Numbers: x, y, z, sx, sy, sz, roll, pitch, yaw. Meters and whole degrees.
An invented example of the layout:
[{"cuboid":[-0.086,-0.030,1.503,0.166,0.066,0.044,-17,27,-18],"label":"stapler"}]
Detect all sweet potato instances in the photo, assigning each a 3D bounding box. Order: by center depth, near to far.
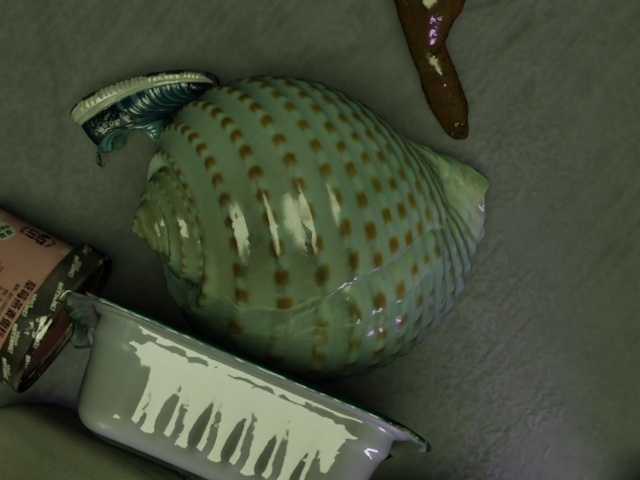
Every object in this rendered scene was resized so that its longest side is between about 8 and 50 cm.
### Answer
[{"cuboid":[0.099,-0.219,1.154,0.075,0.075,0.269,-9,105,2],"label":"sweet potato"}]

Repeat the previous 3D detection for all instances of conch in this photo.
[{"cuboid":[-0.004,0.006,1.136,0.319,0.215,0.303,2,112,1],"label":"conch"}]

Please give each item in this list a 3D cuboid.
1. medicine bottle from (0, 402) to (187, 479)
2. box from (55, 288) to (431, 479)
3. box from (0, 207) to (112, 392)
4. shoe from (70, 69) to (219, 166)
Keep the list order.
[{"cuboid":[-0.268,0.357,1.210,0.282,0.123,0.375,25,98,26],"label":"medicine bottle"},{"cuboid":[-0.086,0.164,1.119,0.337,0.264,0.106,24,77,0],"label":"box"},{"cuboid":[-0.291,0.045,1.177,0.135,0.151,0.151,32,100,3],"label":"box"},{"cuboid":[-0.160,-0.121,1.181,0.143,0.064,0.071,-19,100,7],"label":"shoe"}]
